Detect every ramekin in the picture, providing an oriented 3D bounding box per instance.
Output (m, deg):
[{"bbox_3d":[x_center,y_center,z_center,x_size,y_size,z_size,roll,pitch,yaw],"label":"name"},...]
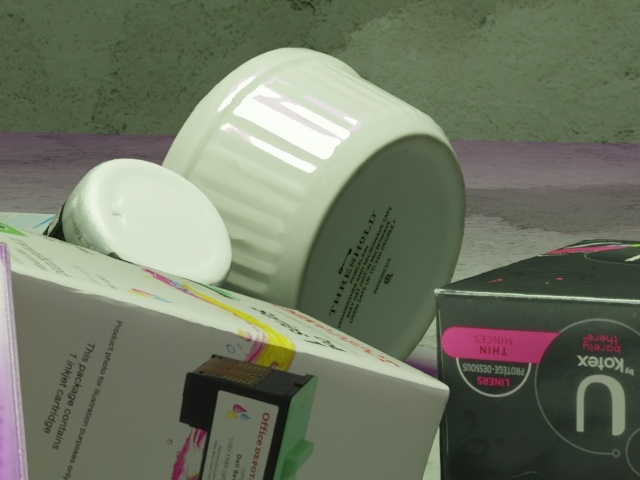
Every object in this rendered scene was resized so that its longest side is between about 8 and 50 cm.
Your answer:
[{"bbox_3d":[0.000,0.000,1.161,0.127,0.272,0.273,23,21,33],"label":"ramekin"}]

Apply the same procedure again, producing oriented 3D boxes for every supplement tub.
[{"bbox_3d":[-0.153,0.044,1.044,0.117,0.190,0.117,25,39,-22],"label":"supplement tub"}]

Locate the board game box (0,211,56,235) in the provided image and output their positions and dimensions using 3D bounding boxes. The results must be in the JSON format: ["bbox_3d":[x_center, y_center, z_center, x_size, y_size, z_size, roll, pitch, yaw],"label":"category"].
[{"bbox_3d":[-0.383,0.033,1.373,0.303,0.097,0.224,4,10,8],"label":"board game box"}]

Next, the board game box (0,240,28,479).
[{"bbox_3d":[-0.185,0.138,0.451,0.208,0.056,0.346,-5,45,-11],"label":"board game box"}]

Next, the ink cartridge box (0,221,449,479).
[{"bbox_3d":[-0.100,0.079,0.850,0.278,0.117,0.201,18,2,-29],"label":"ink cartridge box"}]

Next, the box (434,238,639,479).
[{"bbox_3d":[0.196,0.083,0.952,0.165,0.143,0.270,1,7,27],"label":"box"}]
